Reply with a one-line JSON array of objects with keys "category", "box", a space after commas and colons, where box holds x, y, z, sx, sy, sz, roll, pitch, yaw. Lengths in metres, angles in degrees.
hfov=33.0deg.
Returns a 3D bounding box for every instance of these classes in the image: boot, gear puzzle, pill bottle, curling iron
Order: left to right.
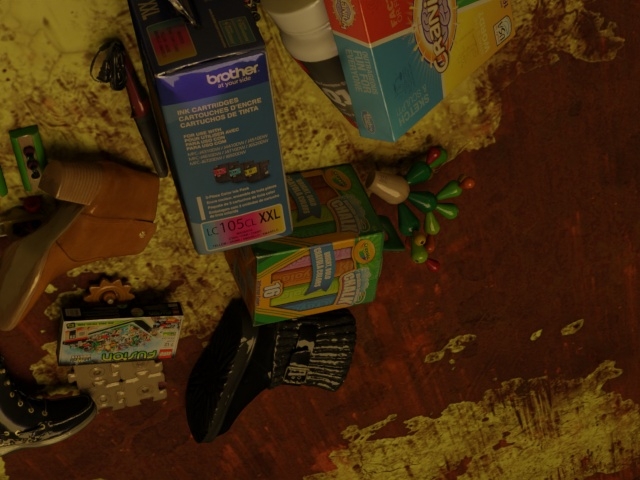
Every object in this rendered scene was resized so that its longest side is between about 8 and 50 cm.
[{"category": "boot", "box": [-0.527, 0.279, 1.906, 0.236, 0.085, 0.178, -16, 120, -12]}, {"category": "boot", "box": [-0.366, 0.016, 1.668, 0.211, 0.104, 0.295, 11, 109, -50]}, {"category": "gear puzzle", "box": [-0.378, 0.185, 1.948, 0.176, 0.044, 0.338, -12, 135, -13]}, {"category": "curling iron", "box": [-0.276, -0.188, 1.600, 0.068, 0.035, 0.274, -54, 151, -25]}, {"category": "boot", "box": [-0.095, 0.266, 2.098, 0.260, 0.131, 0.348, 6, 130, -31]}, {"category": "pill bottle", "box": [0.042, -0.292, 1.558, 0.161, 0.161, 0.283, -35, 138, 11]}]

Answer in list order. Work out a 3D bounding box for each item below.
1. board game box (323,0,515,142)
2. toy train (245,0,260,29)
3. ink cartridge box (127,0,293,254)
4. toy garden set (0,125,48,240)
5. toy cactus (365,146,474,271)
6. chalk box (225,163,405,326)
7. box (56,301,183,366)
[{"category": "board game box", "box": [0.144, -0.319, 1.490, 0.316, 0.064, 0.242, -43, 131, -32]}, {"category": "toy train", "box": [-0.101, -0.353, 1.526, 0.036, 0.027, 0.158, -6, 135, -16]}, {"category": "ink cartridge box", "box": [-0.156, -0.215, 1.457, 0.151, 0.270, 0.395, -15, 138, -10]}, {"category": "toy garden set", "box": [-0.522, -0.056, 1.612, 0.244, 0.049, 0.203, -14, 138, -13]}, {"category": "toy cactus", "box": [0.164, -0.070, 1.838, 0.181, 0.112, 0.219, 21, 80, -23]}, {"category": "chalk box", "box": [0.000, 0.000, 1.832, 0.289, 0.180, 0.179, -12, 138, -17]}, {"category": "box", "box": [-0.350, 0.163, 1.879, 0.207, 0.036, 0.114, -2, 132, -22]}]
